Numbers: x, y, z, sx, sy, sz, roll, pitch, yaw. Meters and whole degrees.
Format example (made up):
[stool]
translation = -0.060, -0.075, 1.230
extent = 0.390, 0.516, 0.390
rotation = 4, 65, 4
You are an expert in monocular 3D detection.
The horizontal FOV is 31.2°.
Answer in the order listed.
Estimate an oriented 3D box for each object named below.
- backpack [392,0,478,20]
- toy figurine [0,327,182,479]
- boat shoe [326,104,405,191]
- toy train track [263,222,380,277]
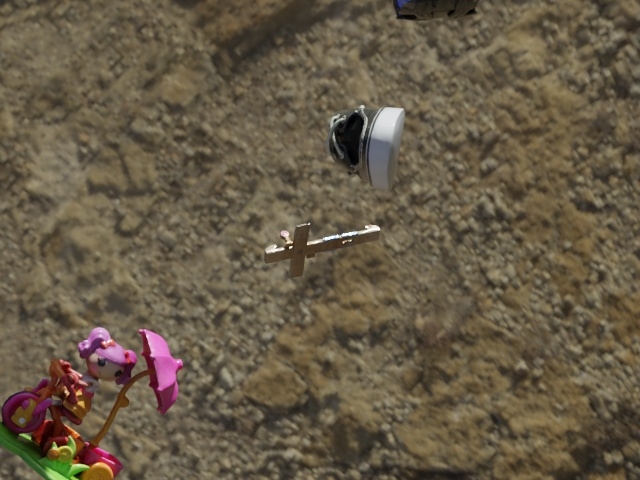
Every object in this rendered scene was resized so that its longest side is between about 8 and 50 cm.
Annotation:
[backpack]
translation = 0.121, -0.288, 1.235
extent = 0.098, 0.120, 0.101
rotation = -10, 96, 2
[toy figurine]
translation = -0.208, 0.145, 1.063
extent = 0.159, 0.173, 0.130
rotation = -53, 24, -8
[boat shoe]
translation = 0.041, -0.091, 1.101
extent = 0.070, 0.219, 0.077
rotation = 10, 94, 1
[toy train track]
translation = 0.000, 0.000, 0.772
extent = 0.083, 0.048, 0.014
rotation = -11, 46, -21
